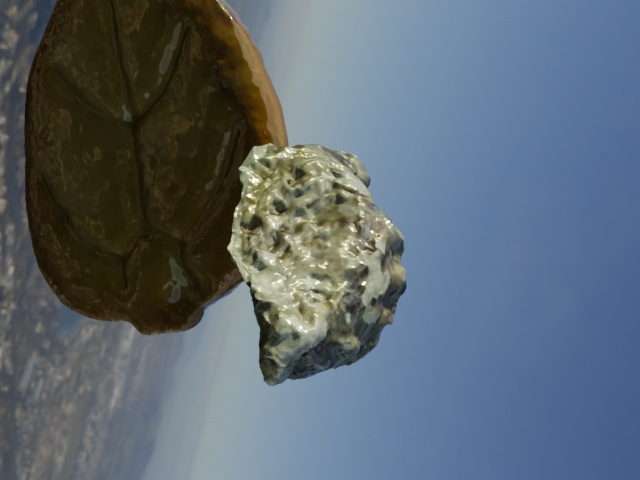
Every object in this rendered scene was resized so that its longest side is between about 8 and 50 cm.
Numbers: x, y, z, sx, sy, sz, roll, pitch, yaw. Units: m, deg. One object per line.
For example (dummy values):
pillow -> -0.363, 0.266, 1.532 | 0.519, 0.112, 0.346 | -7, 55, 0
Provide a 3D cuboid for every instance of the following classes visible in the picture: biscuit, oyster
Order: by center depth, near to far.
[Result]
oyster -> -0.001, 0.000, 0.411 | 0.037, 0.098, 0.100 | -39, -112, 42
biscuit -> -0.117, -0.068, 0.674 | 0.041, 0.202, 0.260 | 2, 77, -60
